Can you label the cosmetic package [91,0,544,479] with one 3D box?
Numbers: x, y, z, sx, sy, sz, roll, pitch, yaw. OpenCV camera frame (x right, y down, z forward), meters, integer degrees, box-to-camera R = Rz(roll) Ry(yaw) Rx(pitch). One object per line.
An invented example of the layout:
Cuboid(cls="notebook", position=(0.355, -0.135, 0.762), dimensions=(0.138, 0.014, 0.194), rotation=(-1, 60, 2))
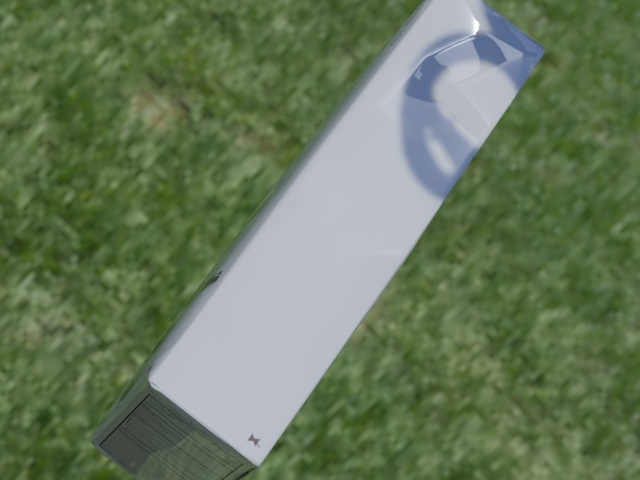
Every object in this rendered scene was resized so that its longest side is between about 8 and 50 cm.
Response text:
Cuboid(cls="cosmetic package", position=(0.000, 0.000, 0.811), dimensions=(0.060, 0.099, 0.239), rotation=(39, 61, -5))
